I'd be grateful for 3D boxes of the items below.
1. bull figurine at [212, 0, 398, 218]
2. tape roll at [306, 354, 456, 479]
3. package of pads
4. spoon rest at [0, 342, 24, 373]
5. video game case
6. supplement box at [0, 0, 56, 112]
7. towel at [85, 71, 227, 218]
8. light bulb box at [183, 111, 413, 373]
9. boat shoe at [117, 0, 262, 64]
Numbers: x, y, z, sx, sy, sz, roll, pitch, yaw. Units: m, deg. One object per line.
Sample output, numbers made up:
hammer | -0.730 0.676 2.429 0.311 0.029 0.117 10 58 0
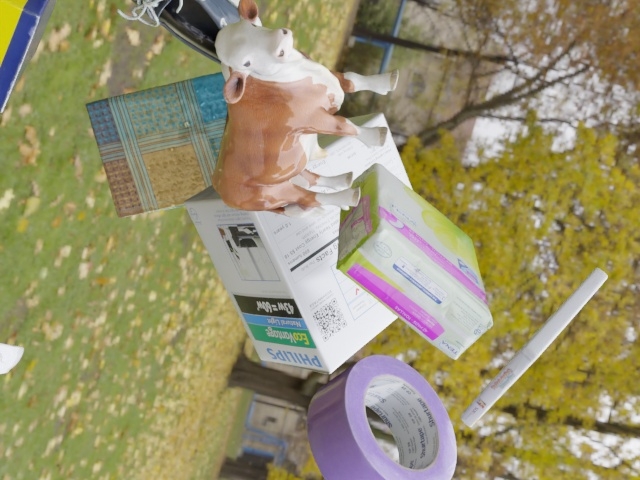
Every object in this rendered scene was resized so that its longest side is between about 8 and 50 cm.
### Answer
bull figurine | -0.030 -0.125 0.887 0.310 0.188 0.101 116 -16 -59
tape roll | 0.080 0.248 1.067 0.080 0.189 0.189 -42 -155 36
package of pads | 0.132 0.017 1.246 0.101 0.229 0.296 -47 -168 19
spoon rest | -0.643 0.217 1.541 0.276 0.137 0.084 131 -52 -85
video game case | 0.313 0.157 1.221 0.227 0.026 0.206 -35 161 -40
supplement box | -0.585 -0.381 1.216 0.195 0.356 0.194 -51 -156 35
towel | -0.294 -0.208 1.804 0.040 0.370 0.271 -88 166 -75
light bulb box | 0.000 0.000 1.585 0.358 0.361 0.225 -35 -159 -33
boat shoe | -0.191 -0.307 1.055 0.095 0.254 0.079 -30 -146 41
